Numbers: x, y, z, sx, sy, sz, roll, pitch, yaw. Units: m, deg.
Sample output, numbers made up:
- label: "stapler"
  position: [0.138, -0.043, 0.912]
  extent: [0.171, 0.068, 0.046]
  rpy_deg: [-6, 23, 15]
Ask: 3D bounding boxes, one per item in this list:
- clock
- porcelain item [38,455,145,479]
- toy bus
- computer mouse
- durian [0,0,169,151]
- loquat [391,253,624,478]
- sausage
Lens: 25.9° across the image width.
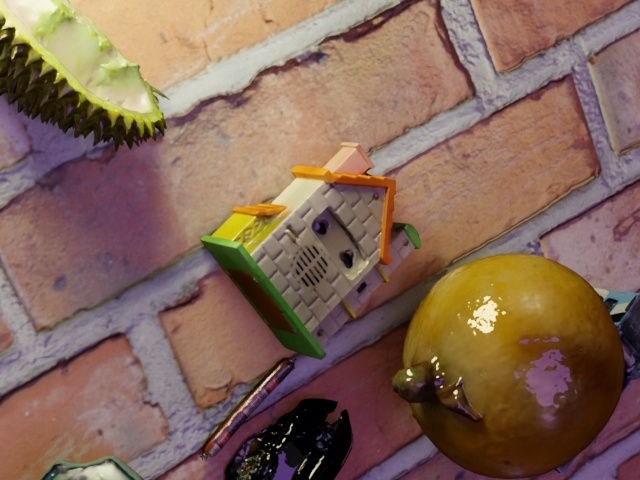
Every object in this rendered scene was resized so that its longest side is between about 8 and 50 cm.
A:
- label: "clock"
  position: [0.000, 0.000, 1.967]
  extent: [0.255, 0.106, 0.220]
  rpy_deg: [-45, 117, -20]
- label: "porcelain item"
  position: [-0.286, 0.439, 1.768]
  extent: [0.286, 0.157, 0.281]
  rpy_deg: [39, 75, 16]
- label: "toy bus"
  position: [0.414, 0.215, 2.204]
  extent: [0.106, 0.131, 0.297]
  rpy_deg: [46, 77, -26]
- label: "computer mouse"
  position: [-0.041, 0.333, 2.007]
  extent: [0.146, 0.077, 0.241]
  rpy_deg: [46, 76, -28]
- label: "durian"
  position: [-0.327, -0.238, 1.722]
  extent: [0.352, 0.158, 0.169]
  rpy_deg: [44, 65, -23]
- label: "loquat"
  position: [0.253, 0.185, 1.999]
  extent: [0.359, 0.328, 0.328]
  rpy_deg: [-9, 102, -33]
- label: "sausage"
  position: [-0.103, 0.238, 1.985]
  extent: [0.028, 0.025, 0.198]
  rpy_deg: [46, 75, -17]
